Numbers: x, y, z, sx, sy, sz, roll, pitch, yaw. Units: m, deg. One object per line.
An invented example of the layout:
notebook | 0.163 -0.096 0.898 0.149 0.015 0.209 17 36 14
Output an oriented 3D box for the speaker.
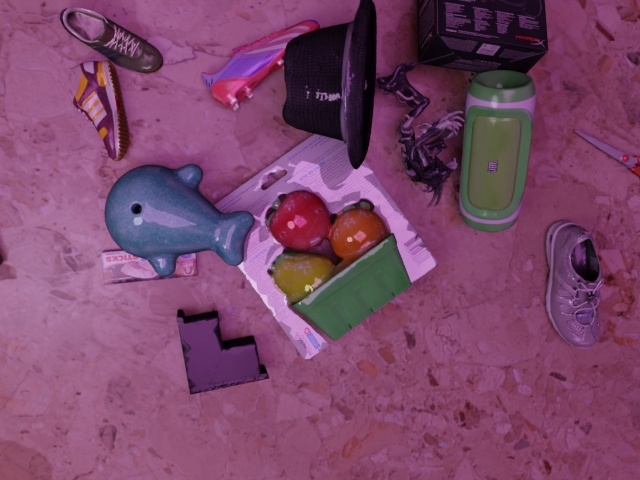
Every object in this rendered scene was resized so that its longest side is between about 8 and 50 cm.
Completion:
speaker | 0.339 -0.169 1.287 0.131 0.131 0.297 -9 123 -9

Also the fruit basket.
fruit basket | 0.000 0.000 1.305 0.327 0.165 0.353 -36 86 -4

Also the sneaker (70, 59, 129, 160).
sneaker | -0.409 -0.236 1.229 0.083 0.069 0.186 -8 92 0

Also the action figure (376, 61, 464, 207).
action figure | 0.211 -0.209 1.293 0.140 0.164 0.276 -22 94 1

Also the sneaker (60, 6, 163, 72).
sneaker | -0.380 -0.363 1.202 0.192 0.086 0.064 25 92 -12

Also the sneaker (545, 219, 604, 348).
sneaker | 0.544 0.102 1.410 0.105 0.115 0.281 -15 99 -8

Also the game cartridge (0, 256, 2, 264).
game cartridge | -0.787 -0.020 1.189 0.354 0.068 0.230 -14 103 -8

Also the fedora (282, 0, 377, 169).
fedora | 0.015 -0.282 1.180 0.152 0.334 0.334 4 96 7

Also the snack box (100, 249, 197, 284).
snack box | -0.332 0.045 1.295 0.178 0.022 0.064 -5 96 -9

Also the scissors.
scissors | 0.675 -0.163 1.449 0.297 0.021 0.109 10 97 -13

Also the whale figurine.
whale figurine | -0.262 -0.038 1.208 0.271 0.141 0.216 18 89 8

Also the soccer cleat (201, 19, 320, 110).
soccer cleat | -0.110 -0.351 1.260 0.248 0.083 0.095 -41 87 -5

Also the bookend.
bookend | -0.194 0.205 1.314 0.156 0.072 0.157 -10 98 -10

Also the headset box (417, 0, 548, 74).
headset box | 0.301 -0.474 1.261 0.218 0.110 0.293 5 73 -11
